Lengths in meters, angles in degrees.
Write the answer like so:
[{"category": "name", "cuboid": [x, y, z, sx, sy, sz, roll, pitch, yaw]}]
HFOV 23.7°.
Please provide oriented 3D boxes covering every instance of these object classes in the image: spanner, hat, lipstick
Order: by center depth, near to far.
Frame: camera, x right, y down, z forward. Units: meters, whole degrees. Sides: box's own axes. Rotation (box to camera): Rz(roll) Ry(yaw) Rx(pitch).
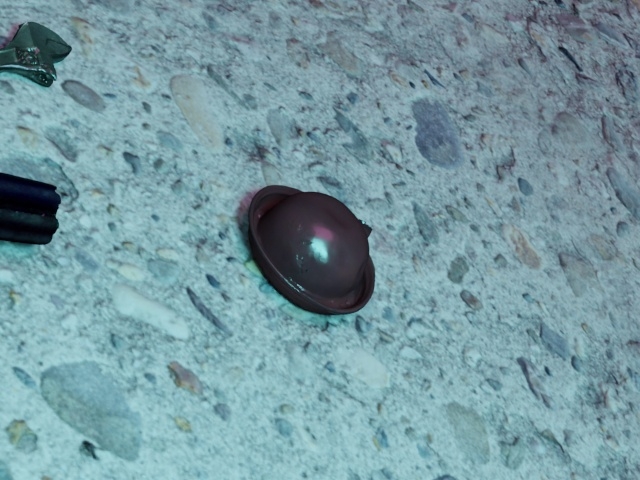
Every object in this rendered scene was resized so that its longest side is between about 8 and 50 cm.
[{"category": "lipstick", "cuboid": [-0.446, -0.058, 1.483, 0.418, 0.077, 0.077, 11, 46, -38]}, {"category": "spanner", "cuboid": [-0.400, -0.202, 1.734, 0.093, 0.026, 0.325, 53, 35, 14]}, {"category": "hat", "cuboid": [0.000, 0.000, 1.877, 0.205, 0.089, 0.205, 28, 36, -23]}]
